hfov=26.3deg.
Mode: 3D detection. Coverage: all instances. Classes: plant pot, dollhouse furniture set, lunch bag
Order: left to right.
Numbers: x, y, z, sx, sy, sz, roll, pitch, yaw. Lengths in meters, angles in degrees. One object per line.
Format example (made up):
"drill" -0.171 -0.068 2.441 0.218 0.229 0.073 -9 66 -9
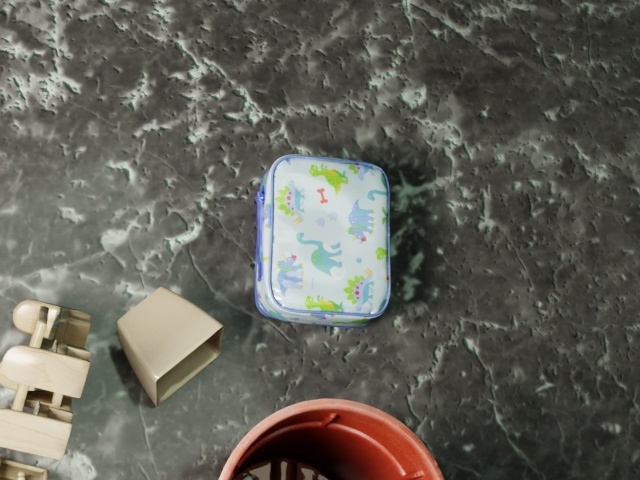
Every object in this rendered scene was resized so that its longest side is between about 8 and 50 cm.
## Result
"dollhouse furniture set" -0.372 0.192 1.574 0.161 0.212 0.242 16 99 -12
"plant pot" -0.193 0.123 1.697 0.109 0.109 0.096 -39 75 -20
"plant pot" -0.018 0.338 1.596 0.272 0.265 0.272 4 75 -15
"lunch bag" 0.000 0.000 1.782 0.176 0.090 0.219 4 75 -15
